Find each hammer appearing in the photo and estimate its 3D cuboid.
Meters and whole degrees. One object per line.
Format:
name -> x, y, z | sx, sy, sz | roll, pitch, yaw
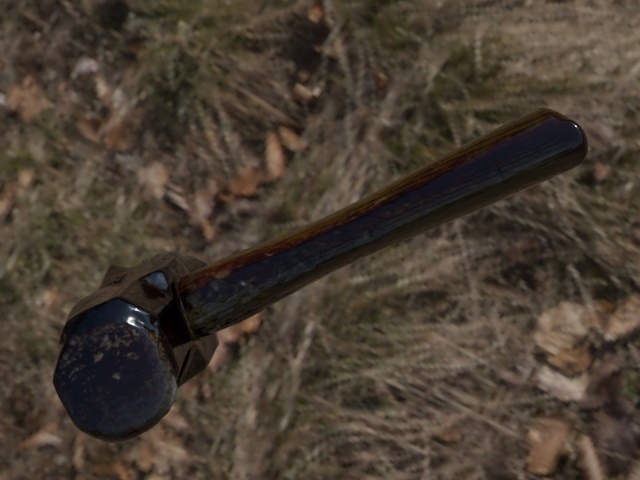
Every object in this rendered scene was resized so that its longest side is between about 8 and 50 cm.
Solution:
hammer -> 0.000, 0.000, 1.073 | 0.408, 0.095, 0.242 | -27, 8, 10
